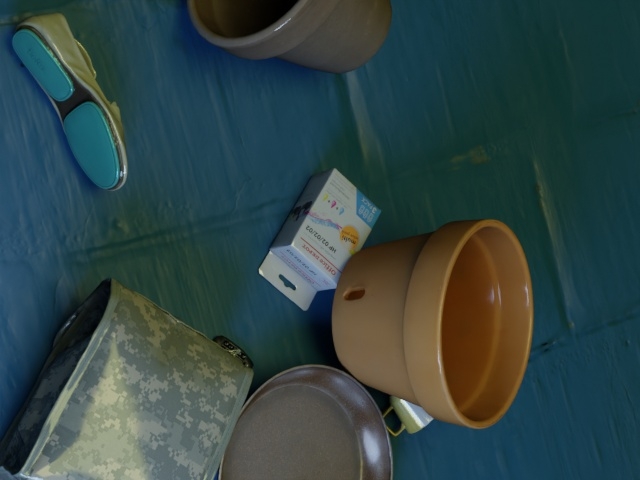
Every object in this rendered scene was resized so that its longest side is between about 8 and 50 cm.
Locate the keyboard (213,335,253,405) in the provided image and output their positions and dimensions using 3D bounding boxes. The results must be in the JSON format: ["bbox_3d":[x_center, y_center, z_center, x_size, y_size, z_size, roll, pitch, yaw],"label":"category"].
[{"bbox_3d":[-0.143,0.230,1.853,0.100,0.038,0.192,41,63,-23],"label":"keyboard"}]

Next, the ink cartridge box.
[{"bbox_3d":[0.000,0.000,1.972,0.104,0.061,0.181,41,63,-23],"label":"ink cartridge box"}]

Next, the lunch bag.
[{"bbox_3d":[-0.240,0.219,1.705,0.235,0.169,0.287,35,68,-21],"label":"lunch bag"}]

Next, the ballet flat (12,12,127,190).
[{"bbox_3d":[-0.309,-0.187,1.781,0.086,0.086,0.248,-34,102,-33],"label":"ballet flat"}]

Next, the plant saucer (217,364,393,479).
[{"bbox_3d":[-0.027,0.328,1.894,0.310,0.050,0.311,3,86,-39],"label":"plant saucer"}]

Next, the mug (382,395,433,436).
[{"bbox_3d":[0.131,0.248,2.028,0.064,0.062,0.078,50,52,-9],"label":"mug"}]

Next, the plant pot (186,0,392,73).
[{"bbox_3d":[-0.023,-0.346,1.923,0.229,0.263,0.263,29,66,-49],"label":"plant pot"}]

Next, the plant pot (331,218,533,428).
[{"bbox_3d":[0.151,0.113,1.937,0.291,0.203,0.291,-4,94,-57],"label":"plant pot"}]
